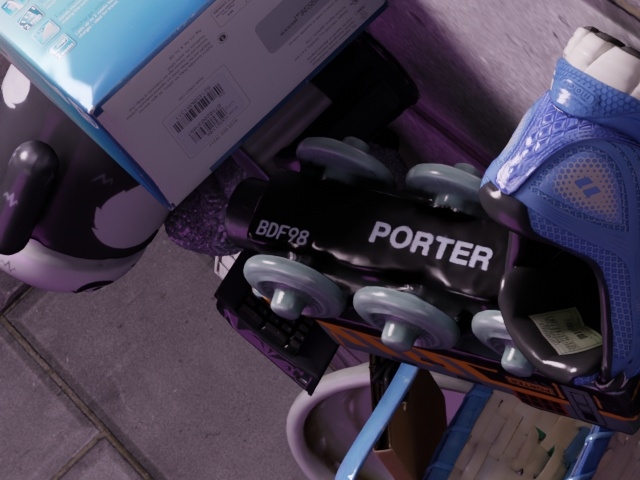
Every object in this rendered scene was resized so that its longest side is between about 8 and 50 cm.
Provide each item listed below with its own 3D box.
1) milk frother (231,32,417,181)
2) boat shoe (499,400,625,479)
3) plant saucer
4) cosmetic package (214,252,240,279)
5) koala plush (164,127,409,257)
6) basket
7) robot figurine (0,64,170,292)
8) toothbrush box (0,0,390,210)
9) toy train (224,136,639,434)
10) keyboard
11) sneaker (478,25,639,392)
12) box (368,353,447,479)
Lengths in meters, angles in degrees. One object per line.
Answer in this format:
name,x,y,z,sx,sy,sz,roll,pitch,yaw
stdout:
milk frother,-0.018,-0.116,1.493,0.143,0.135,0.129,46,173,-1
boat shoe,0.258,0.238,1.937,0.285,0.103,0.092,46,-145,-37
plant saucer,0.165,0.226,2.149,0.401,0.100,0.400,15,147,10
cosmetic package,-0.051,-0.040,1.981,0.099,0.060,0.239,39,138,34
koala plush,-0.006,-0.049,1.703,0.221,0.203,0.196,27,-164,-30
basket,0.161,0.194,1.726,0.289,0.254,0.201,42,160,-32
robot figurine,-0.185,-0.082,1.601,0.209,0.278,0.173,4,-137,-34
toothbrush box,-0.134,-0.195,1.391,0.295,0.216,0.126,40,171,39
toy train,0.095,0.034,1.370,0.334,0.142,0.190,13,159,26
keyboard,0.029,0.038,1.782,0.201,0.033,0.317,41,-146,-7
sneaker,0.171,0.026,1.114,0.130,0.147,0.330,40,172,44
box,0.087,0.174,1.862,0.201,0.021,0.164,58,-156,-52
